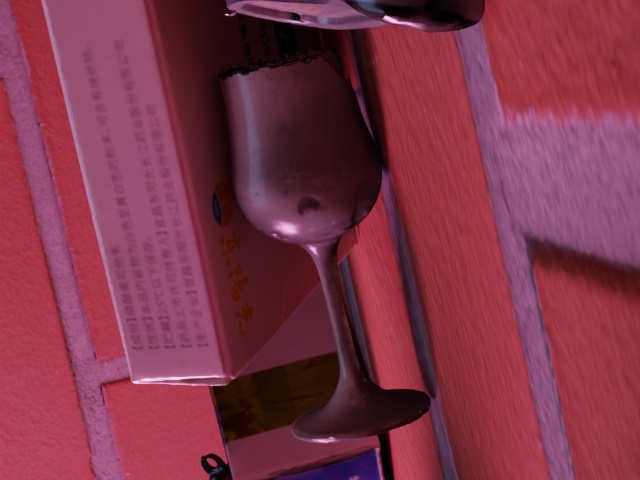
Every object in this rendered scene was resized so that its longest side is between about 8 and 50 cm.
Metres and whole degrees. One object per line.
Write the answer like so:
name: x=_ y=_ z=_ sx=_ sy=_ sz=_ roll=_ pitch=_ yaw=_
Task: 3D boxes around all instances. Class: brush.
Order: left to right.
brush: x=0.012 y=-0.114 z=0.708 sx=0.297 sy=0.068 sz=0.060 roll=-147 pitch=66 yaw=-77

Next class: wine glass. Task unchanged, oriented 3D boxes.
wine glass: x=0.000 y=0.000 z=0.921 sx=0.079 sy=0.079 sz=0.195 roll=-131 pitch=28 yaw=-79

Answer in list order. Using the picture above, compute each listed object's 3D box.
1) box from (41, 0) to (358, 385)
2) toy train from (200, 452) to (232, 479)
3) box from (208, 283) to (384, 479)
box: x=-0.069 y=-0.118 z=0.966 sx=0.200 sy=0.065 sz=0.343 roll=-46 pitch=-51 yaw=-59
toy train: x=-0.024 y=0.267 z=1.450 sx=0.227 sy=0.091 sz=0.136 roll=56 pitch=175 yaw=-13
box: x=-0.028 y=0.121 z=1.335 sx=0.299 sy=0.106 sz=0.200 roll=-107 pitch=5 yaw=-47
